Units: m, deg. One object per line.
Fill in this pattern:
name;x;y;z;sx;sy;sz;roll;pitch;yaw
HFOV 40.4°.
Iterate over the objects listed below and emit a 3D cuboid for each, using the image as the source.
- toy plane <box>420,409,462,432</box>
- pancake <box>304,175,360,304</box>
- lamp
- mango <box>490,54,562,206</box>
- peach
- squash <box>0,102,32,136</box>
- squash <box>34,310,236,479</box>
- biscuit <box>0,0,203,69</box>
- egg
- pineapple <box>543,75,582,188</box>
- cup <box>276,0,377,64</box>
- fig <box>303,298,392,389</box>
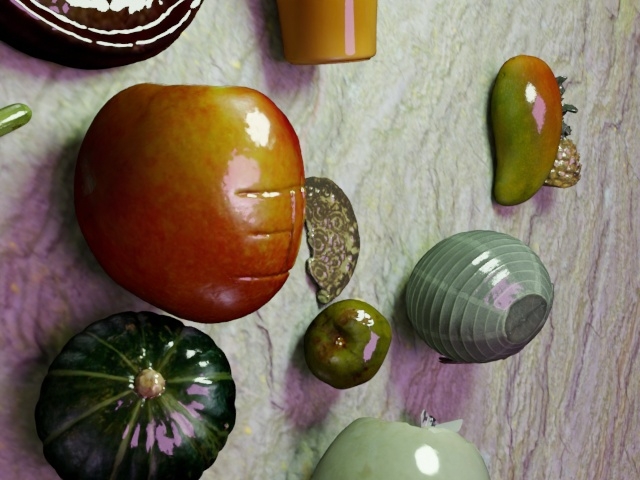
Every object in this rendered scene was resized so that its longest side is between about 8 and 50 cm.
toy plane;0.148;0.383;1.445;0.234;0.082;0.160;-57;142;-13
pancake;0.000;0.000;1.301;0.184;0.020;0.190;10;82;-50
lamp;0.264;0.091;1.458;0.265;0.233;0.233;-21;108;-25
mango;0.399;-0.214;1.688;0.146;0.129;0.289;-19;112;-44
peach;-0.148;-0.040;0.974;0.245;0.248;0.274;-3;94;-14
squash;-0.334;-0.121;0.902;0.083;0.027;0.027;-39;119;-41
squash;-0.196;0.181;0.944;0.218;0.218;0.172;-54;166;-34
biscuit;-0.259;-0.392;0.942;0.407;0.091;0.407;0;90;-50
egg;0.104;0.429;1.231;0.278;0.278;0.336;31;67;-45
pineapple;0.475;-0.229;1.786;0.111;0.119;0.237;-15;105;-36
cup;0.009;-0.386;1.219;0.226;0.182;0.264;-62;150;-73
fig;0.033;0.155;1.297;0.127;0.185;0.133;15;80;-7
